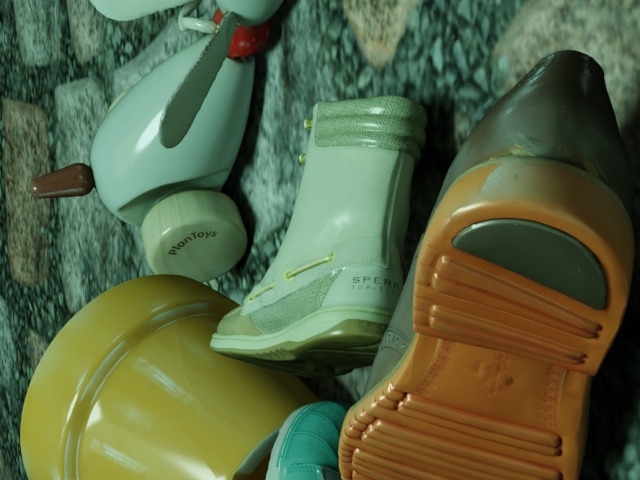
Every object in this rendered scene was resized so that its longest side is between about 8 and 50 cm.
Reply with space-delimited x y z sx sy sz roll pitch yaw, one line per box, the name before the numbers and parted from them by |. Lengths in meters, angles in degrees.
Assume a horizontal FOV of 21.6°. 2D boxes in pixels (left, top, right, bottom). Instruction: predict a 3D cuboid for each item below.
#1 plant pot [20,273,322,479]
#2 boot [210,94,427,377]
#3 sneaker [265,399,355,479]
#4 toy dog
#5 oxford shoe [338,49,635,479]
plant pot | -0.079 0.149 1.205 0.188 0.205 0.205 24 118 45
boot | 0.000 0.000 1.080 0.213 0.077 0.165 -19 60 63
sneaker | 0.047 0.239 1.054 0.121 0.108 0.302 -27 65 45
toy dog | -0.127 -0.119 1.272 0.220 0.161 0.333 -131 43 -52
oxford shoe | 0.098 0.050 0.914 0.363 0.130 0.132 108 180 -53
